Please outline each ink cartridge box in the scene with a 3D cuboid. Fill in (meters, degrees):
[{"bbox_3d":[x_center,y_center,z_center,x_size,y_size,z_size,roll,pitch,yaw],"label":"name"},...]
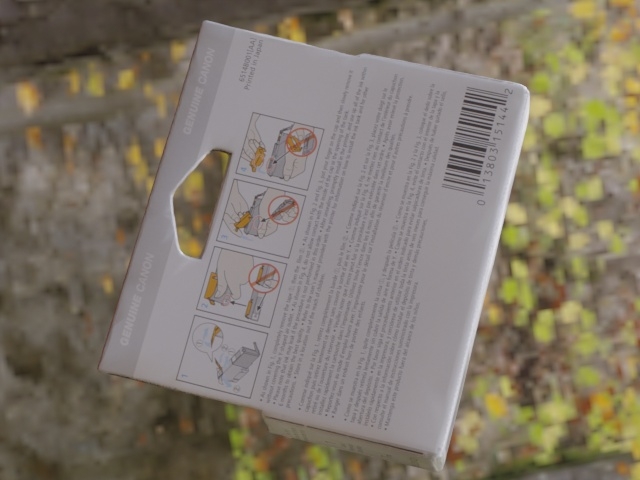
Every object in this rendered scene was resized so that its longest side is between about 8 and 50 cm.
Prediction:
[{"bbox_3d":[0.000,0.000,1.469,0.066,0.261,0.296,77,27,-71],"label":"ink cartridge box"}]
